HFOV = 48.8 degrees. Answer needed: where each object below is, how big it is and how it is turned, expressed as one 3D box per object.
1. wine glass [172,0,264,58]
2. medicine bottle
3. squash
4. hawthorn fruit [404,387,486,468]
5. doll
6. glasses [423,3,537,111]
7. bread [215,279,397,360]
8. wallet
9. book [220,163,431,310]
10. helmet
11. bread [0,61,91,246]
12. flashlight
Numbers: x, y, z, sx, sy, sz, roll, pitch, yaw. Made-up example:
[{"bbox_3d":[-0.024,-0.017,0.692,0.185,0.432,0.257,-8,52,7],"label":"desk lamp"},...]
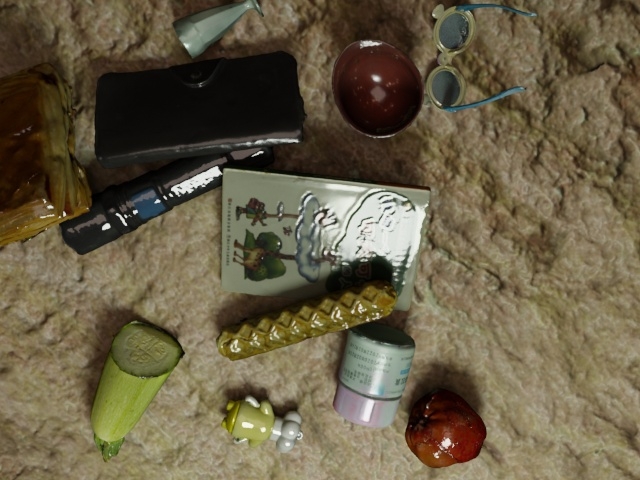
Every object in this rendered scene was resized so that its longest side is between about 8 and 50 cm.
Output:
[{"bbox_3d":[-0.182,-0.393,1.267,0.155,0.073,0.073,-27,98,1],"label":"wine glass"},{"bbox_3d":[0.099,0.253,1.341,0.135,0.135,0.169,14,99,-2],"label":"medicine bottle"},{"bbox_3d":[-0.389,0.304,1.356,0.137,0.137,0.288,31,100,-5],"label":"squash"},{"bbox_3d":[0.250,0.371,1.362,0.171,0.148,0.148,26,99,-23],"label":"hawthorn fruit"},{"bbox_3d":[-0.112,0.365,1.396,0.162,0.062,0.106,18,103,-2],"label":"doll"},{"bbox_3d":[0.289,-0.315,1.226,0.088,0.220,0.190,0,101,-40],"label":"glasses"},{"bbox_3d":[-0.029,0.151,1.322,0.367,0.077,0.084,-20,130,16],"label":"bread"},{"bbox_3d":[-0.213,-0.237,1.260,0.377,0.051,0.197,-6,67,2],"label":"wallet"},{"bbox_3d":[0.000,0.000,1.303,0.370,0.043,0.261,6,120,0],"label":"book"},{"bbox_3d":[0.099,-0.269,1.267,0.155,0.106,0.175,-42,93,8],"label":"helmet"},{"bbox_3d":[-0.545,-0.121,1.234,0.277,0.167,0.325,-18,64,5],"label":"bread"},{"bbox_3d":[-0.279,-0.102,1.301,0.423,0.103,0.103,-26,99,2],"label":"flashlight"}]
